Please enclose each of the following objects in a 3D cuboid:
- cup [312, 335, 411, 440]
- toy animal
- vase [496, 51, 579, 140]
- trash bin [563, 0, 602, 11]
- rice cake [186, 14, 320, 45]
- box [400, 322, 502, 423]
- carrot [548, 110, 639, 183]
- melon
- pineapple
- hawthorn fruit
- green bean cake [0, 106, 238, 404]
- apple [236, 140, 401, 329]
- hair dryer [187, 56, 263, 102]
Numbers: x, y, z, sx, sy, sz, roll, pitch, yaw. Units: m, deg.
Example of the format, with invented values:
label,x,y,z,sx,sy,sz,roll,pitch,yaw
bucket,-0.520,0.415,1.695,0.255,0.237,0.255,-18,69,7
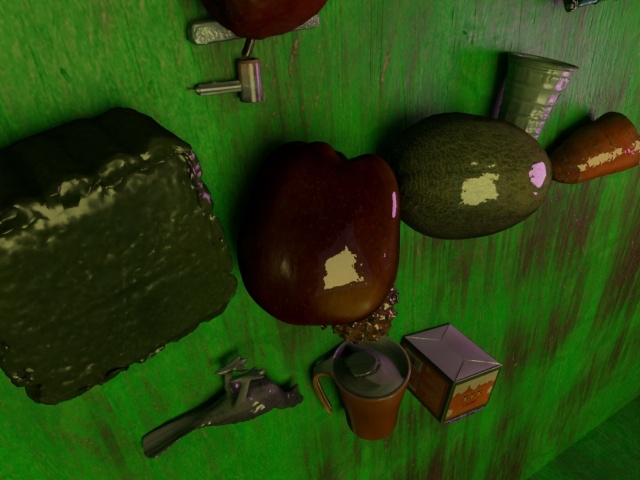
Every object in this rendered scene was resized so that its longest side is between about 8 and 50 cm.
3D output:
label,x,y,z,sx,sy,sz,roll,pitch,yaw
cup,0.099,0.362,1.198,0.227,0.182,0.263,-2,130,4
toy animal,-0.172,0.328,1.024,0.368,0.081,0.205,-8,131,-31
vase,0.428,-0.238,1.073,0.143,0.143,0.298,-8,123,-31
trash bin,0.643,-0.556,0.864,0.259,0.381,0.294,-21,126,-22
rice cake,-0.096,-0.319,0.734,0.208,0.033,0.033,-20,124,-24
box,0.328,0.344,1.302,0.178,0.195,0.148,-8,120,-32
carrot,0.671,-0.209,1.256,0.225,0.159,0.159,-27,129,-6
melon,0.280,-0.121,0.955,0.330,0.248,0.248,1,116,-16
pineapple,0.080,0.115,1.028,0.166,0.166,0.193,-28,127,-18
hawthorn fruit,-0.073,-0.362,0.619,0.224,0.224,0.260,-10,141,-30
green bean cake,-0.308,0.015,0.682,0.319,0.218,0.334,-28,135,-28
apple,0.000,0.000,0.831,0.289,0.288,0.316,5,100,-36
hair dryer,-0.145,-0.238,0.750,0.115,0.037,0.063,-13,121,-19
